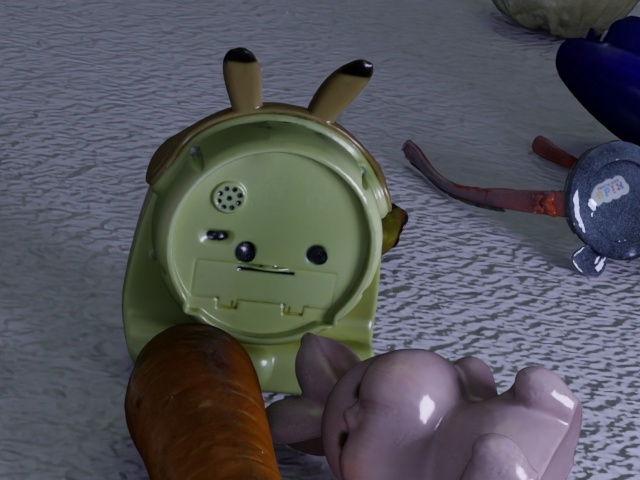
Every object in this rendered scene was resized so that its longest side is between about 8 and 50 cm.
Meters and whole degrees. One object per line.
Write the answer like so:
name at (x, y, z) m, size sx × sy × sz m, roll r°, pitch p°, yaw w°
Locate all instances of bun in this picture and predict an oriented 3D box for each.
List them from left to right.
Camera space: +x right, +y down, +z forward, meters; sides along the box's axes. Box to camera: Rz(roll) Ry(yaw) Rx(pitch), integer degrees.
bun at (0.315, -0.306, 2.301) m, size 0.222 × 0.127 × 0.222 m, roll -17°, pitch 10°, yaw 3°

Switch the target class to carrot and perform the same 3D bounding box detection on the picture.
carrot at (-0.067, 0.114, 1.066) m, size 0.087 × 0.087 × 0.193 m, roll 6°, pitch 23°, yaw -13°

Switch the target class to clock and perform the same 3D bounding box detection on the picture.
clock at (-0.035, -0.016, 1.205) m, size 0.170 × 0.232 × 0.069 m, roll 6°, pitch 21°, yaw -10°

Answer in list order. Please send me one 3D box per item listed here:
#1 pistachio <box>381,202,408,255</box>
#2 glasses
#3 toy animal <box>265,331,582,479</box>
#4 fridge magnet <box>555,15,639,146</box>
pistachio at (0.000, 0.000, 1.440) m, size 0.173 × 0.049 × 0.089 m, roll -8°, pitch 5°, yaw -37°
glasses at (0.231, -0.038, 1.675) m, size 0.234 × 0.118 × 0.268 m, roll -8°, pitch 7°, yaw -36°
toy animal at (0.041, 0.113, 1.087) m, size 0.212 × 0.124 × 0.124 m, roll 14°, pitch 20°, yaw 27°
fridge magnet at (0.348, -0.127, 1.776) m, size 0.265 × 0.112 × 0.265 m, roll 30°, pitch -3°, yaw 2°
